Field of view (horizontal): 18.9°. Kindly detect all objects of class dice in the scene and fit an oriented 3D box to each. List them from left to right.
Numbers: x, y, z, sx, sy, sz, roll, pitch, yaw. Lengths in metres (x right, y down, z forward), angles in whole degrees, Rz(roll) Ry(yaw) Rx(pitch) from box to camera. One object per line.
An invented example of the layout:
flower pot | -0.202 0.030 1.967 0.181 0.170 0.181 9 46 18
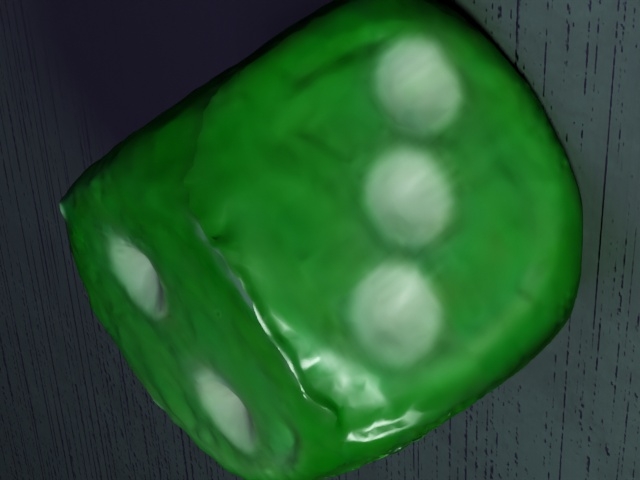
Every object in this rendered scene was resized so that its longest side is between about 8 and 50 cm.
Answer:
dice | 0.000 0.000 1.476 0.300 0.297 0.287 57 150 -6
